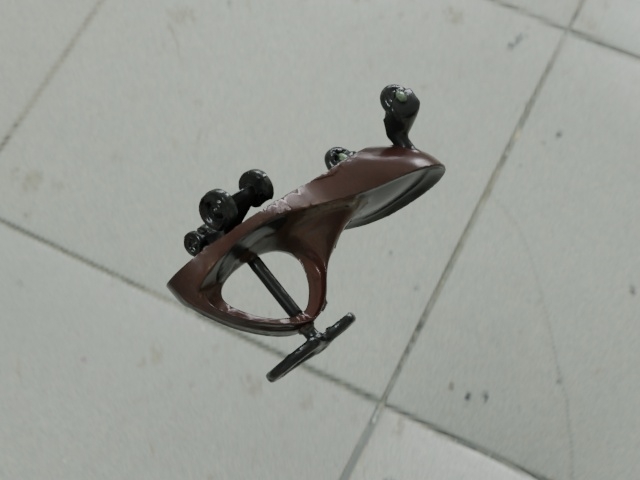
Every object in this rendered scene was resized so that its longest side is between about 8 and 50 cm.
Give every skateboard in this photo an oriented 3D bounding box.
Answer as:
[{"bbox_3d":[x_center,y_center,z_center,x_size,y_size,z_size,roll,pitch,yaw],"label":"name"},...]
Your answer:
[{"bbox_3d":[0.000,0.000,0.572,0.151,0.067,0.080,-33,83,-37],"label":"skateboard"}]
